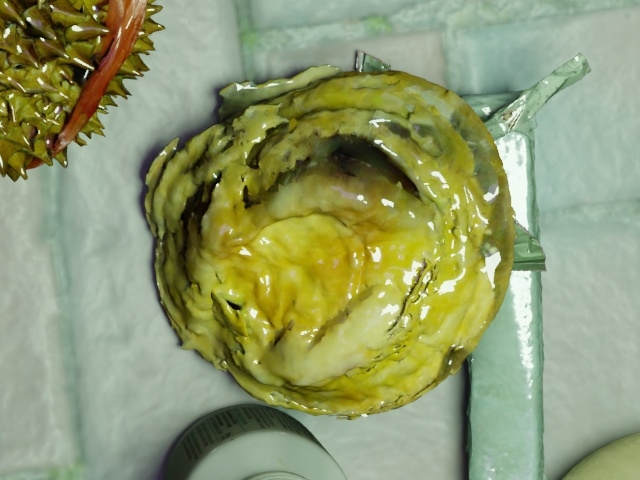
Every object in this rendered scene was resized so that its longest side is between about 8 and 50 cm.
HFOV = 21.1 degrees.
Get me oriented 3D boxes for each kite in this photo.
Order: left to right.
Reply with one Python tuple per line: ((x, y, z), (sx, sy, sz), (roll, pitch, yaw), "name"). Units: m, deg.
((0.106, -0.067, 1.340), (0.250, 0.012, 0.229), (-40, 83, 18), "kite")

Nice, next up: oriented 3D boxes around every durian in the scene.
((-0.272, -0.189, 1.144), (0.347, 0.347, 0.384), (-51, 143, -2), "durian")

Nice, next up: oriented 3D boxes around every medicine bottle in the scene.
((-0.044, 0.203, 1.278), (0.135, 0.215, 0.135), (-1, 95, -10), "medicine bottle")

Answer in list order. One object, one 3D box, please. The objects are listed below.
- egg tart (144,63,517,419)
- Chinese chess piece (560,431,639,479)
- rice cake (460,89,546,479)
((0.000, 0.000, 1.293), (0.297, 0.132, 0.297), (1, 94, 13), "egg tart")
((0.285, 0.275, 1.384), (0.250, 0.103, 0.249), (-3, 100, -17), "Chinese chess piece")
((0.145, 0.049, 1.375), (0.066, 0.063, 0.336), (-1, 97, 8), "rice cake")
